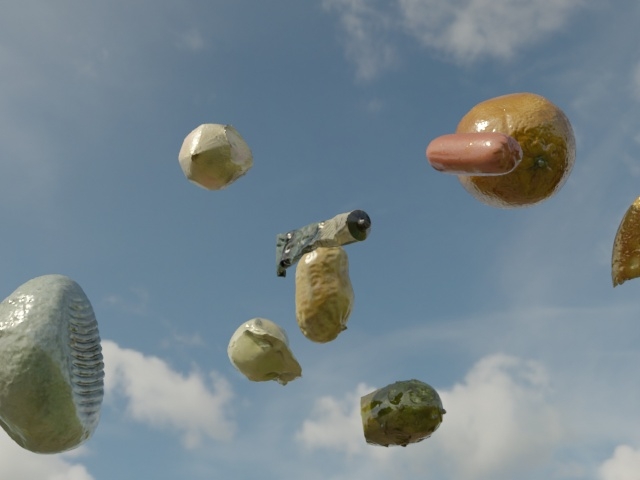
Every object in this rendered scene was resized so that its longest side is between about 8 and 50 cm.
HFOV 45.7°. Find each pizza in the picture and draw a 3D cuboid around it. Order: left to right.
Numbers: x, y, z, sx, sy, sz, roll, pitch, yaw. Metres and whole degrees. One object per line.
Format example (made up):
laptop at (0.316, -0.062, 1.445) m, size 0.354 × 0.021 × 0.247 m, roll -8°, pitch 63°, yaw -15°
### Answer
pizza at (0.689, -0.017, 1.577) m, size 0.134 × 0.271 × 0.056 m, roll 19°, pitch 7°, yaw 25°

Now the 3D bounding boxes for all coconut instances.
coconut at (-0.170, -0.135, 1.217) m, size 0.110 × 0.110 × 0.124 m, roll -22°, pitch -2°, yaw 21°

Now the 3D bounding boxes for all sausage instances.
sausage at (0.216, -0.122, 1.076) m, size 0.062 × 0.062 × 0.154 m, roll 24°, pitch -8°, yaw -32°

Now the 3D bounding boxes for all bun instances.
bun at (-0.565, 0.249, 1.543) m, size 0.211 × 0.362 × 0.362 m, roll -6°, pitch -38°, yaw 1°

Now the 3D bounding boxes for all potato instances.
potato at (0.165, 0.396, 1.702) m, size 0.176 × 0.141 × 0.298 m, roll 6°, pitch -23°, yaw -19°

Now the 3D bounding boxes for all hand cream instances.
hand cream at (0.000, 0.001, 1.249) m, size 0.052 × 0.075 × 0.248 m, roll 34°, pitch -31°, yaw -23°

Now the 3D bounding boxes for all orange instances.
orange at (0.399, -0.183, 1.566) m, size 0.264 × 0.264 × 0.264 m, roll -3°, pitch -38°, yaw -2°

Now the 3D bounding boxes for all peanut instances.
peanut at (0.008, 0.108, 1.629) m, size 0.129 × 0.224 × 0.129 m, roll -4°, pitch -11°, yaw -1°

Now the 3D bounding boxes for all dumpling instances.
dumpling at (-0.125, 0.274, 1.812) m, size 0.193 × 0.147 × 0.258 m, roll 36°, pitch -27°, yaw 12°
